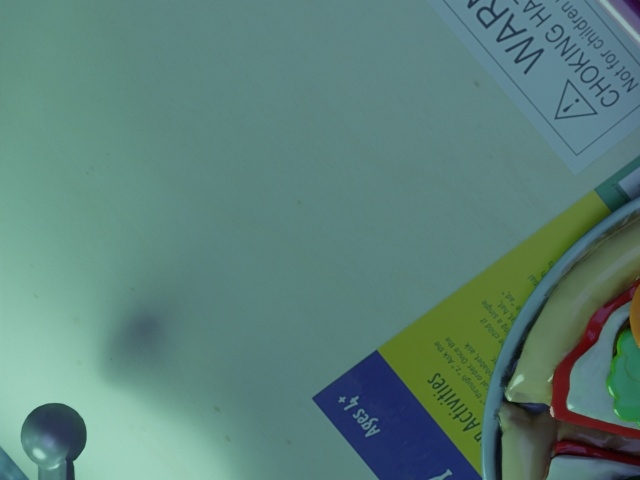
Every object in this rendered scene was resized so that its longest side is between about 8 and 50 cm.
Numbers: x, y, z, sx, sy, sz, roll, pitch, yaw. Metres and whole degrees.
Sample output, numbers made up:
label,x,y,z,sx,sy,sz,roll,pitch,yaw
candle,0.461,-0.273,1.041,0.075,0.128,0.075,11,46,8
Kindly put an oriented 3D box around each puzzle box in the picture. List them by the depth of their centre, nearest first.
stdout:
label,x,y,z,sx,sy,sz,roll,pitch,yaw
puzzle box,0.000,0.000,0.527,0.272,0.052,0.409,-38,95,20

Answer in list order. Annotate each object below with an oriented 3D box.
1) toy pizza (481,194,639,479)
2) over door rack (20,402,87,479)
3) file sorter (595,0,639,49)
label,x,y,z,sx,sy,sz,roll,pitch,yaw
toy pizza,0.147,0.072,0.469,0.201,0.032,0.201,4,107,12
over door rack,-0.209,0.084,0.527,0.239,0.108,0.324,-17,122,34
file sorter,0.191,-0.144,0.319,0.202,0.182,0.290,46,132,-5
